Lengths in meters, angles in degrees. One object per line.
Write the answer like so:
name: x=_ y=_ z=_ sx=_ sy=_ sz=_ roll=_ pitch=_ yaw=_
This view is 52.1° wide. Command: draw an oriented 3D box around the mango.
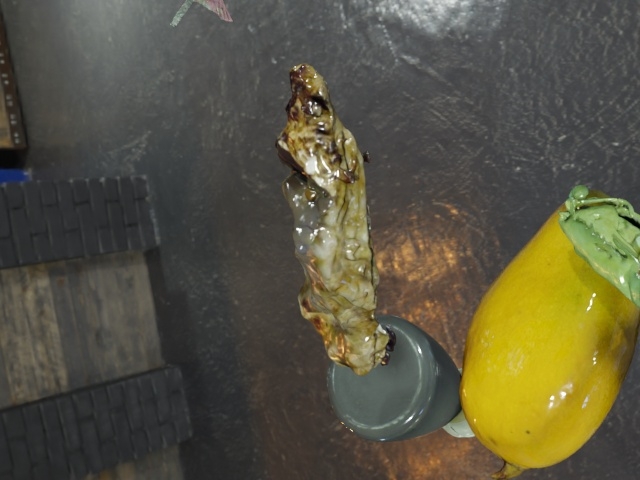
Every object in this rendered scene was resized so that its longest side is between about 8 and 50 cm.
mango: x=0.236 y=0.095 z=0.675 sx=0.317 sy=0.119 sz=0.176 roll=-66 pitch=26 yaw=0

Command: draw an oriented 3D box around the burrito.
burrito: x=0.315 y=0.043 z=0.524 sx=0.288 sy=0.104 sz=0.054 roll=50 pitch=164 yaw=40

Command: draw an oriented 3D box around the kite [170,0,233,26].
kite: x=-0.197 y=-0.372 z=1.013 sx=0.152 sy=0.137 sz=0.005 roll=-41 pitch=24 yaw=57

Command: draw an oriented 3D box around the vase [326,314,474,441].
vase: x=0.165 y=0.230 z=1.017 sx=0.173 sy=0.321 sz=0.173 roll=-14 pitch=65 yaw=32

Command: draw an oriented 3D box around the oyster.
oyster: x=0.002 y=0.002 z=0.623 sx=0.128 sy=0.078 sz=0.345 roll=41 pitch=150 yaw=45
